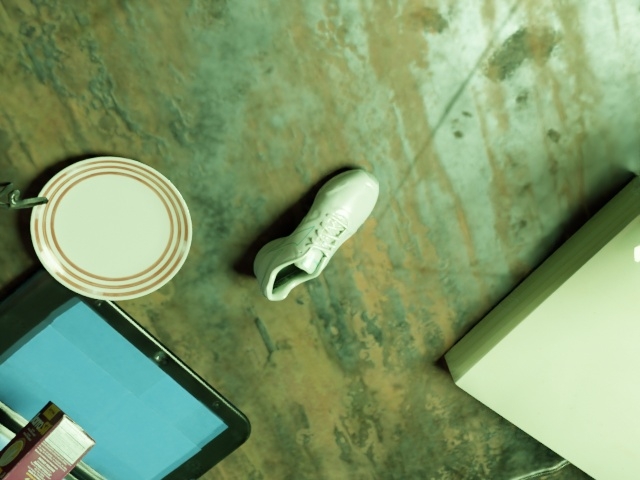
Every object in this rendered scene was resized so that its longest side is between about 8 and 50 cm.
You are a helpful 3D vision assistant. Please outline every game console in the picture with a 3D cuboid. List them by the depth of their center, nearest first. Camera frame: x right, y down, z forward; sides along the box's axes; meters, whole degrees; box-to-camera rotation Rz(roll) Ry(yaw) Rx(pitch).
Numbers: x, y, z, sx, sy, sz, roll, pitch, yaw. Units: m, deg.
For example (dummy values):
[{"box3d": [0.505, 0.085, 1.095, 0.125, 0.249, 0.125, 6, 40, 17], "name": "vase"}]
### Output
[{"box3d": [-0.245, 0.216, 0.841, 0.173, 0.250, 0.293, -23, 123, 36], "name": "game console"}]

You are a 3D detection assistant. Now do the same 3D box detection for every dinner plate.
[{"box3d": [-0.187, -0.011, 0.799, 0.141, 0.017, 0.141, -4, 116, -8], "name": "dinner plate"}]

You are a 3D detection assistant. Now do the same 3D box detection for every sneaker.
[{"box3d": [0.000, 0.000, 0.809, 0.054, 0.061, 0.152, 38, 107, -22], "name": "sneaker"}]

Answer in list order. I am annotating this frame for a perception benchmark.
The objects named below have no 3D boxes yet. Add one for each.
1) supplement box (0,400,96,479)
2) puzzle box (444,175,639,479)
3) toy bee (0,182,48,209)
[{"box3d": [-0.250, 0.192, 0.788, 0.083, 0.055, 0.043, -48, 116, -19], "name": "supplement box"}, {"box3d": [0.368, 0.147, 0.945, 0.409, 0.052, 0.272, 36, 109, -24], "name": "puzzle box"}, {"box3d": [-0.386, -0.085, 0.674, 0.195, 0.298, 0.162, -6, 94, 34], "name": "toy bee"}]
